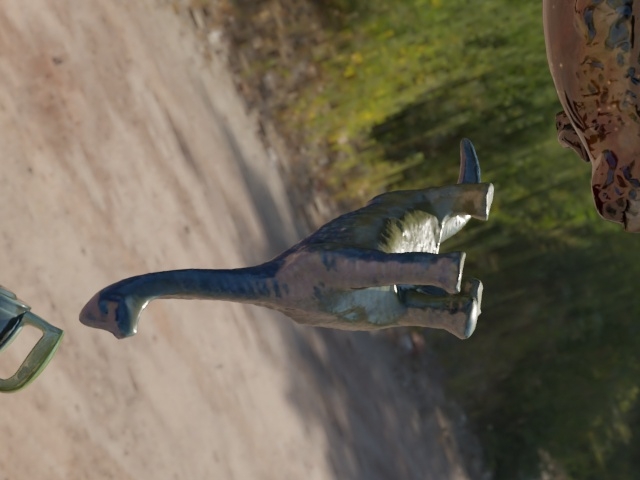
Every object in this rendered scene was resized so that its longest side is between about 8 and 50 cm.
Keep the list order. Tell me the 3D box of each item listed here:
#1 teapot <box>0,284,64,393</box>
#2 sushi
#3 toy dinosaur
[{"bbox_3d":[-0.310,0.081,1.256,0.124,0.090,0.092,26,-4,32],"label":"teapot"},{"bbox_3d":[0.231,-0.106,0.787,0.215,0.212,0.227,-56,135,-65],"label":"sushi"},{"bbox_3d":[0.000,0.000,0.773,0.247,0.188,0.075,-61,156,-58],"label":"toy dinosaur"}]
